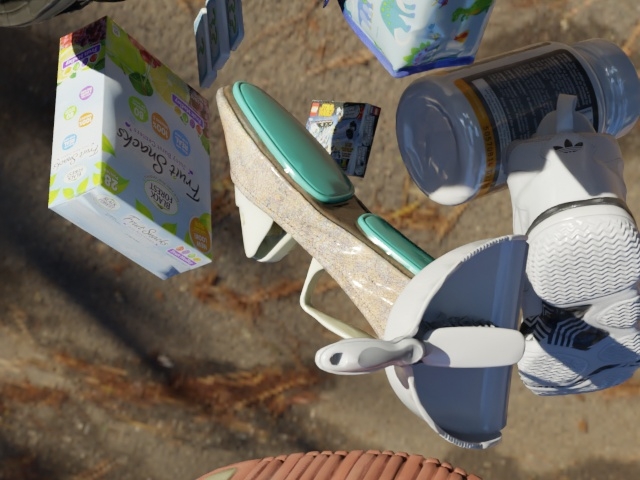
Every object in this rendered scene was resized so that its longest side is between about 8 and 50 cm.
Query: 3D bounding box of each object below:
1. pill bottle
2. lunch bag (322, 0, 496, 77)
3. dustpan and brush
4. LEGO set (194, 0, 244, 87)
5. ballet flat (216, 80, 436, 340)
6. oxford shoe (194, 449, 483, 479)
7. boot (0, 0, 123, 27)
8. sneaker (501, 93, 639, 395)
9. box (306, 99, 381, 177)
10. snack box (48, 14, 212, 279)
[{"bbox_3d":[0.244,-0.152,1.503,0.278,0.162,0.162,-18,151,-26],"label":"pill bottle"},{"bbox_3d":[0.059,-0.215,0.891,0.096,0.151,0.129,-13,142,-31],"label":"lunch bag"},{"bbox_3d":[0.070,0.068,0.784,0.211,0.147,0.060,2,-173,-36],"label":"dustpan and brush"},{"bbox_3d":[-0.129,-0.299,1.273,0.060,0.244,0.182,-3,172,-17],"label":"LEGO set"},{"bbox_3d":[0.000,0.000,1.029,0.316,0.107,0.106,46,111,19],"label":"ballet flat"},{"bbox_3d":[0.090,0.226,0.706,0.397,0.140,0.146,10,117,23],"label":"oxford shoe"},{"bbox_3d":[-0.116,-0.269,1.051,0.284,0.138,0.377,-10,180,-40],"label":"boot"},{"bbox_3d":[0.273,0.014,1.334,0.137,0.210,0.366,-5,146,6],"label":"sneaker"},{"bbox_3d":[0.022,-0.134,1.611,0.027,0.094,0.137,13,-179,-31],"label":"box"},{"bbox_3d":[-0.184,-0.090,1.230,0.070,0.207,0.174,-20,146,26],"label":"snack box"}]
